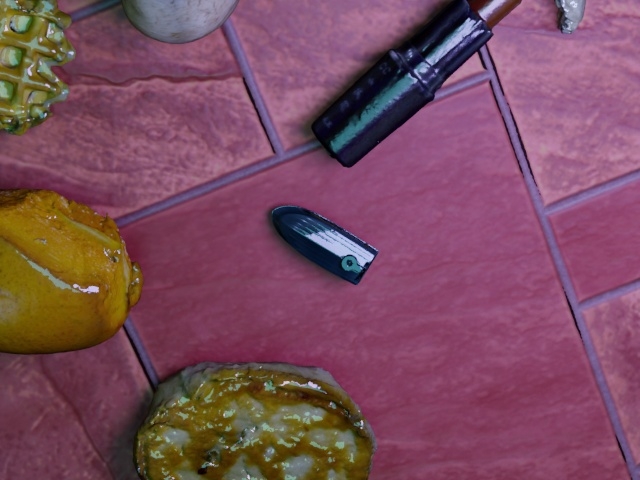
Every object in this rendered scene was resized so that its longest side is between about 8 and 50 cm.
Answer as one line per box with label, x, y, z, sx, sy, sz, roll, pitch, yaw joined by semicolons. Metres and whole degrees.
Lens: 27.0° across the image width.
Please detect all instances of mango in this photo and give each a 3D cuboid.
mango;-0.392;0.027;1.584;0.350;0.201;0.199;10;77;1

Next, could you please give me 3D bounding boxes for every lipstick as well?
lipstick;0.117;-0.206;1.600;0.300;0.081;0.081;-41;105;9

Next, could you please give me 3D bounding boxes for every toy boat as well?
toy boat;0.000;0.000;1.668;0.141;0.060;0.055;31;103;-5

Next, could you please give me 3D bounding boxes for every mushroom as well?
mushroom;-0.170;-0.347;1.482;0.195;0.189;0.253;6;99;-7

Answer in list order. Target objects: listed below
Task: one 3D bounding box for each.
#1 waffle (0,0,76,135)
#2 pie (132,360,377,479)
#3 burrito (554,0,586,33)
waffle;-0.435;-0.225;1.565;0.280;0.060;0.262;-30;106;5
pie;-0.082;0.282;1.734;0.315;0.092;0.315;-1;112;-2
burrito;0.276;-0.355;1.578;0.063;0.058;0.229;-24;111;-32
